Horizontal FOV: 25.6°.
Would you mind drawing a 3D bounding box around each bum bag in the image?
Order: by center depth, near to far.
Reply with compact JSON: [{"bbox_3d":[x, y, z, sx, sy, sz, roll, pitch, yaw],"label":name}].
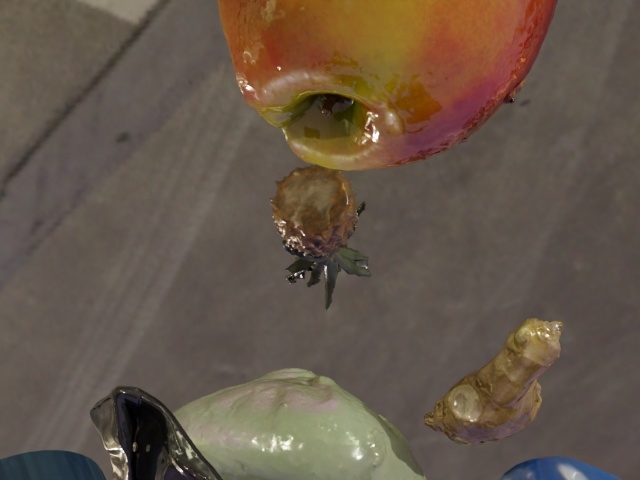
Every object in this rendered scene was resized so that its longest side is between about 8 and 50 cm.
[{"bbox_3d":[-0.062,0.227,1.021,0.074,0.310,0.137,-32,156,-34],"label":"bum bag"}]

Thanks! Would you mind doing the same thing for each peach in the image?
[{"bbox_3d":[0.076,-0.285,1.378,0.306,0.380,0.242,-5,143,24],"label":"peach"}]

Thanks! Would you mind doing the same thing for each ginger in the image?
[{"bbox_3d":[0.168,0.130,1.235,0.096,0.067,0.165,12,136,-36],"label":"ginger"}]

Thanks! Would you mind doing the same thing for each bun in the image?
[{"bbox_3d":[-0.033,0.224,1.362,0.293,0.187,0.293,7,134,7],"label":"bun"}]

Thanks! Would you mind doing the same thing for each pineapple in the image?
[{"bbox_3d":[0.000,0.000,1.833,0.119,0.130,0.277,4,163,7],"label":"pineapple"}]

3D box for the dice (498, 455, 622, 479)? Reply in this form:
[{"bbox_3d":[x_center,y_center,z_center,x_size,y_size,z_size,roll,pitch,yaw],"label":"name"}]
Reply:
[{"bbox_3d":[0.205,0.275,1.155,0.146,0.143,0.146,23,110,-16],"label":"dice"}]

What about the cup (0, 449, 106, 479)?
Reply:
[{"bbox_3d":[-0.140,0.216,0.814,0.131,0.155,0.176,-44,143,22],"label":"cup"}]
